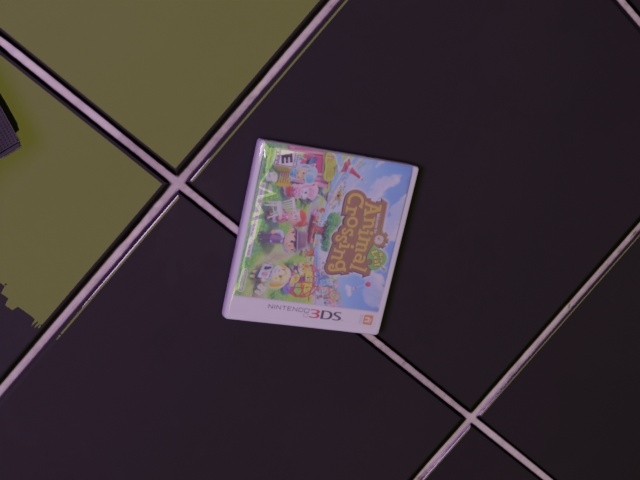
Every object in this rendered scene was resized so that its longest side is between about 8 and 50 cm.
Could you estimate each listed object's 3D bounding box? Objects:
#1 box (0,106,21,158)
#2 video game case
[{"bbox_3d":[-0.433,-0.151,0.919,0.216,0.060,0.270,-39,117,-34],"label":"box"},{"bbox_3d":[0.000,0.000,1.169,0.193,0.023,0.212,8,104,-19],"label":"video game case"}]
